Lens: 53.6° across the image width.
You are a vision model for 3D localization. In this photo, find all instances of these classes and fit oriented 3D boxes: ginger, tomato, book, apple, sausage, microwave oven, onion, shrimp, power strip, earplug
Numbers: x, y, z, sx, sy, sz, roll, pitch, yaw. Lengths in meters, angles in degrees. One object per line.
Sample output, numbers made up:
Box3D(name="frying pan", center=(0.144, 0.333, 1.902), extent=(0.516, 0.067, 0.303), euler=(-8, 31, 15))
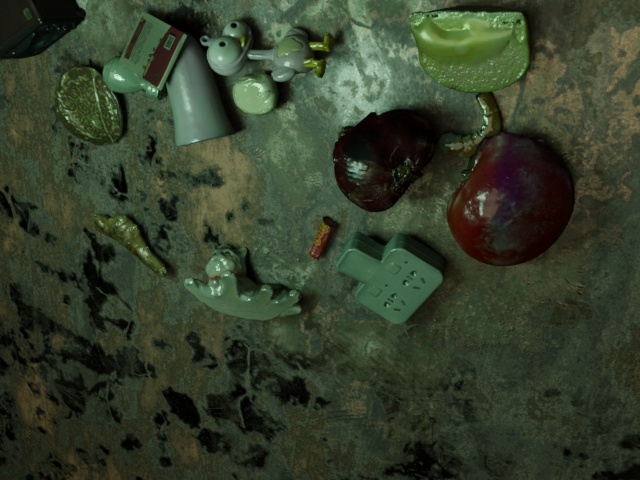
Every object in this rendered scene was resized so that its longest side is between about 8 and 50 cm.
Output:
Box3D(name="ginger", center=(-0.626, 0.004, 2.098), extent=(0.333, 0.081, 0.148), euler=(43, 127, 4))
Box3D(name="tomato", center=(0.455, -0.070, 1.491), extent=(0.289, 0.176, 0.335), euler=(26, 122, 0))
Box3D(name="book", center=(-0.458, -0.519, 1.719), extent=(0.232, 0.022, 0.162), euler=(37, 102, 38))
Box3D(name="apple", center=(0.346, -0.437, 1.435), extent=(0.264, 0.120, 0.193), euler=(8, 128, 25))
Box3D(name="sausage", center=(0.000, 0.000, 1.827), extent=(0.050, 0.048, 0.145), euler=(34, 124, 14))
Box3D(name="microwave oven", center=(-0.854, -0.658, 1.860), extent=(0.247, 0.178, 0.188), euler=(-21, 101, 31))
Box3D(name="onion", center=(0.158, -0.210, 1.568), extent=(0.281, 0.281, 0.221), euler=(-29, 141, 32))
Box3D(name="shrimp", center=(0.356, -0.283, 1.536), extent=(0.161, 0.049, 0.166), euler=(4, 112, 21))
Box3D(name="power strip", center=(0.180, 0.075, 1.746), extent=(0.261, 0.141, 0.229), euler=(31, 123, -7))
Box3D(name="earplug", center=(-0.353, -0.424, 1.750), extent=(0.172, 0.172, 0.301), euler=(-7, 102, 27))

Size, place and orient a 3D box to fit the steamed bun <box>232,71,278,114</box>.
Box3D(name="steamed bun", center=(-0.168, -0.395, 1.705), extent=(0.129, 0.091, 0.113), euler=(-1, 119, 25))

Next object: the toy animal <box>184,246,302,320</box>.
Box3D(name="toy animal", center=(-0.208, 0.125, 1.935), extent=(0.307, 0.188, 0.266), euler=(-15, 126, 18))

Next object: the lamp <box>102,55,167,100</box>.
Box3D(name="lamp", center=(-0.545, -0.468, 1.852), extent=(0.192, 0.106, 0.106), euler=(22, 120, 3))

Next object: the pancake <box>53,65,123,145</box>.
Box3D(name="pancake", center=(-0.714, -0.409, 1.946), extent=(0.250, 0.031, 0.250), euler=(9, 122, 15))

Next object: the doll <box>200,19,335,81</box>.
Box3D(name="doll", center=(-0.148, -0.488, 1.633), extent=(0.365, 0.094, 0.160), euler=(13, 74, 15))

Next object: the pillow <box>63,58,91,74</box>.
Box3D(name="pillow", center=(-0.727, -0.454, 1.970), extent=(0.118, 0.043, 0.185), euler=(-15, 105, 26))
